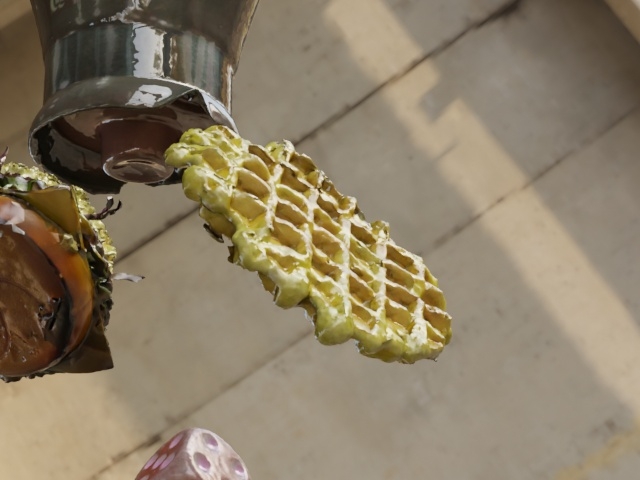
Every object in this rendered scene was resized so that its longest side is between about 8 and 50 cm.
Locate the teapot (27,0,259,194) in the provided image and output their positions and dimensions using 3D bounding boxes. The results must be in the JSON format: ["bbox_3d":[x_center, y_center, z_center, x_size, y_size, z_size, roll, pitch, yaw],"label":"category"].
[{"bbox_3d":[-0.223,-0.231,1.548,0.305,0.362,0.376,15,-27,-31],"label":"teapot"}]

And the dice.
[{"bbox_3d":[-0.131,0.253,1.359,0.094,0.093,0.091,-39,13,22],"label":"dice"}]

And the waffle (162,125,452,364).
[{"bbox_3d":[-0.002,0.003,1.268,0.060,0.312,0.307,-48,-20,19],"label":"waffle"}]

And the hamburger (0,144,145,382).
[{"bbox_3d":[-0.300,0.025,1.334,0.139,0.261,0.243,-59,-31,-57],"label":"hamburger"}]
